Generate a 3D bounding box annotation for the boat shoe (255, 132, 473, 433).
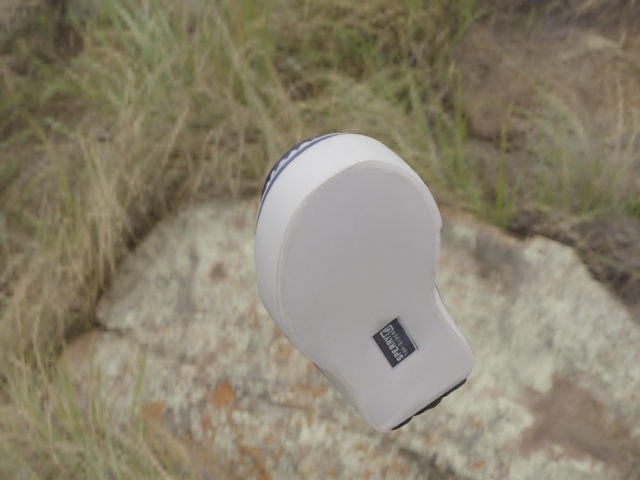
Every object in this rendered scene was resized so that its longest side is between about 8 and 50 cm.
[{"bbox_3d":[0.000,0.000,1.135,0.127,0.340,0.158,-34,60,-8],"label":"boat shoe"}]
